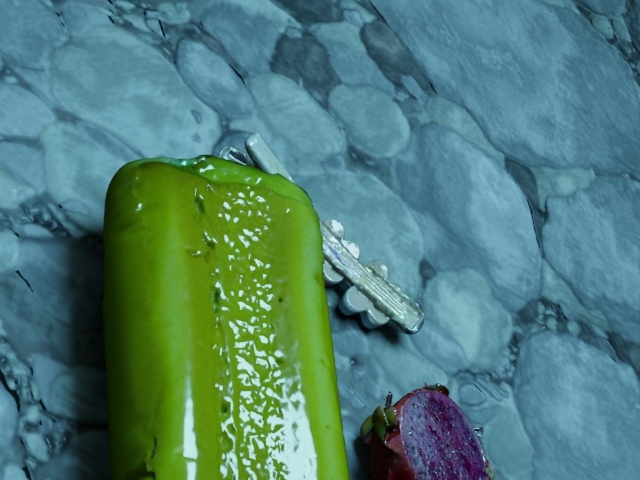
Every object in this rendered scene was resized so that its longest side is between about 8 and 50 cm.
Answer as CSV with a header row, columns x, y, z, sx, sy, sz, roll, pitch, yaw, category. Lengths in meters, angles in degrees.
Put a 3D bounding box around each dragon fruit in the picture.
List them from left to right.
x,y,z,sx,sy,sz,roll,pitch,yaw,category
0.073,0.168,0.985,0.126,0.068,0.112,-2,69,-53,dragon fruit

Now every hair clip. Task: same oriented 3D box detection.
x,y,z,sx,sy,sz,roll,pitch,yaw,category
-0.004,0.002,1.067,0.214,0.056,0.062,48,54,-9,hair clip

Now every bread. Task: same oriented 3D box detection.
x,y,z,sx,sy,sz,roll,pitch,yaw,category
-0.068,0.115,0.878,0.166,0.112,0.383,12,52,-28,bread
